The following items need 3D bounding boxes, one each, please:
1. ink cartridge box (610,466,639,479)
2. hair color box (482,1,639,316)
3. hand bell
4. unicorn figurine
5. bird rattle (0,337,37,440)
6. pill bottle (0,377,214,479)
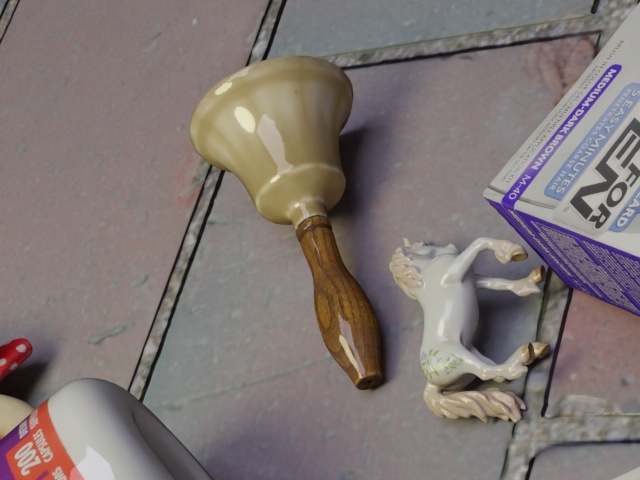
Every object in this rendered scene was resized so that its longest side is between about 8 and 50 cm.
[{"bbox_3d":[0.163,0.195,1.026,0.181,0.061,0.104,-28,43,16],"label":"ink cartridge box"},{"bbox_3d":[0.263,-0.030,1.057,0.185,0.110,0.339,-50,31,-8],"label":"hair color box"},{"bbox_3d":[0.000,0.000,1.306,0.126,0.126,0.242,-30,56,14],"label":"hand bell"},{"bbox_3d":[0.092,0.042,1.209,0.111,0.060,0.162,-11,50,30],"label":"unicorn figurine"},{"bbox_3d":[-0.270,0.178,1.362,0.207,0.143,0.253,16,54,32],"label":"bird rattle"},{"bbox_3d":[-0.207,0.249,1.174,0.323,0.181,0.181,-41,42,1],"label":"pill bottle"}]
